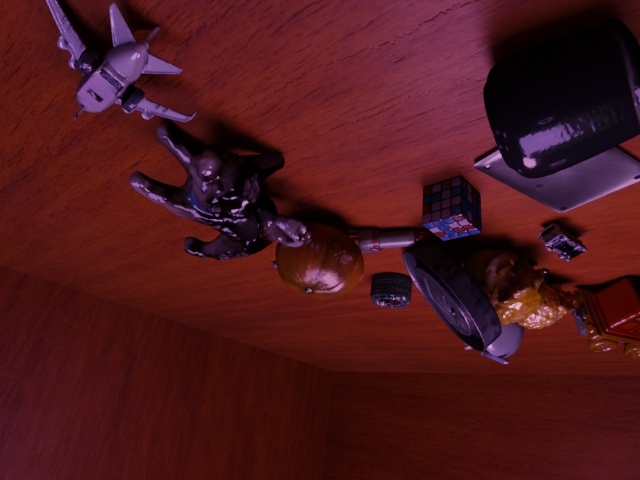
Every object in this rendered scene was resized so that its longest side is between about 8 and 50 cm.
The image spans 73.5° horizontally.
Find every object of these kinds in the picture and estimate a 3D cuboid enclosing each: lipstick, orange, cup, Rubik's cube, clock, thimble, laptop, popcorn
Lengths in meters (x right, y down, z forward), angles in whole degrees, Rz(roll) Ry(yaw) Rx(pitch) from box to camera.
[{"bbox_3d":[0.194,-0.002,1.115,0.186,0.057,0.063,-5,152,21],"label":"lipstick"},{"bbox_3d":[-0.005,0.061,1.115,0.240,0.171,0.240,11,149,6],"label":"orange"},{"bbox_3d":[0.334,-0.184,0.581,0.176,0.169,0.223,-21,173,35],"label":"cup"},{"bbox_3d":[0.277,-0.065,0.905,0.092,0.092,0.092,-15,147,41],"label":"Rubik's cube"},{"bbox_3d":[0.336,0.141,1.122,0.066,0.319,0.319,-36,151,-5],"label":"clock"},{"bbox_3d":[0.235,0.167,1.426,0.135,0.090,0.118,2,152,17],"label":"thimble"},{"bbox_3d":[0.449,-0.132,0.800,0.268,0.015,0.187,20,152,-23],"label":"laptop"},{"bbox_3d":[0.481,0.115,1.148,0.191,0.190,0.254,-26,136,1],"label":"popcorn"},{"bbox_3d":[0.651,0.186,1.270,0.179,0.170,0.180,19,-167,-5],"label":"popcorn"}]

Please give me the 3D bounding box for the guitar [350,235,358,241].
[{"bbox_3d":[0.000,0.000,1.213,0.233,0.025,0.088,-4,152,23],"label":"guitar"}]

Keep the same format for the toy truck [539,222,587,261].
[{"bbox_3d":[0.566,0.003,1.002,0.123,0.063,0.052,23,130,-28],"label":"toy truck"}]

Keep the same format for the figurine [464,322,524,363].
[{"bbox_3d":[0.576,0.277,1.523,0.204,0.225,0.382,-14,180,-3],"label":"figurine"}]

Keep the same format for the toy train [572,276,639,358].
[{"bbox_3d":[0.911,0.226,1.262,0.368,0.163,0.232,13,143,-15],"label":"toy train"}]

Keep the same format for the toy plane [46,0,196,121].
[{"bbox_3d":[-0.335,-0.255,0.677,0.255,0.101,0.251,-15,135,40],"label":"toy plane"}]

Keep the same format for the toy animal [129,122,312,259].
[{"bbox_3d":[-0.174,-0.083,0.905,0.302,0.195,0.344,10,159,10],"label":"toy animal"}]

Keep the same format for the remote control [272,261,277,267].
[{"bbox_3d":[-0.106,0.076,1.419,0.053,0.018,0.124,25,151,-35],"label":"remote control"}]
